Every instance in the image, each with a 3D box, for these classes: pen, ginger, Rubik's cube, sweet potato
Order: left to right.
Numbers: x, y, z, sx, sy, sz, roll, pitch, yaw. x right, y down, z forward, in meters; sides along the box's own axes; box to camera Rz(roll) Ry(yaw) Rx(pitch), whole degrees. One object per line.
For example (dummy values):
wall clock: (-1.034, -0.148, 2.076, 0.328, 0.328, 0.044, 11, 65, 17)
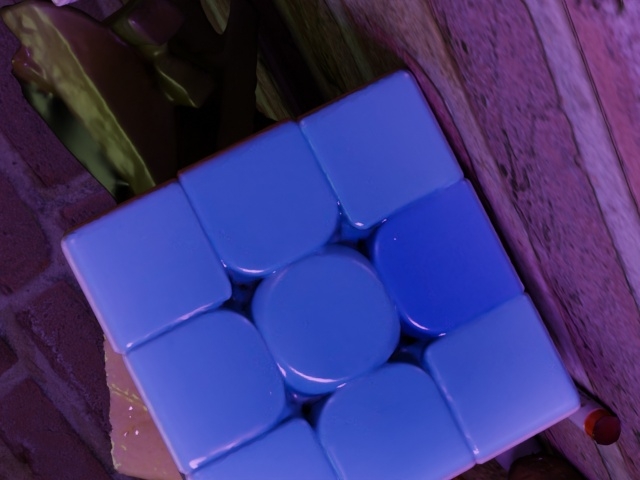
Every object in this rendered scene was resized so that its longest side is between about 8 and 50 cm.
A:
ginger: (-0.107, -0.130, 1.344, 0.413, 0.211, 0.358, 9, -139, -52)
Rubik's cube: (-0.012, 0.068, 1.052, 0.290, 0.291, 0.291, 64, 171, 1)
pen: (0.183, 0.112, 1.098, 0.028, 0.028, 0.239, 60, 173, -24)
sweet potato: (0.253, 0.273, 1.207, 0.075, 0.075, 0.273, 60, 169, -28)

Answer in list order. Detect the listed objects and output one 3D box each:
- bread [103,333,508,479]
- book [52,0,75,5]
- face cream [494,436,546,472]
bread: (0.023, 0.155, 1.327, 0.346, 0.405, 0.242, -29, -52, -73)
book: (-0.164, -0.293, 0.967, 0.202, 0.027, 0.264, 56, -143, -4)
face cream: (0.168, 0.173, 1.388, 0.182, 0.051, 0.072, 52, 156, 19)
